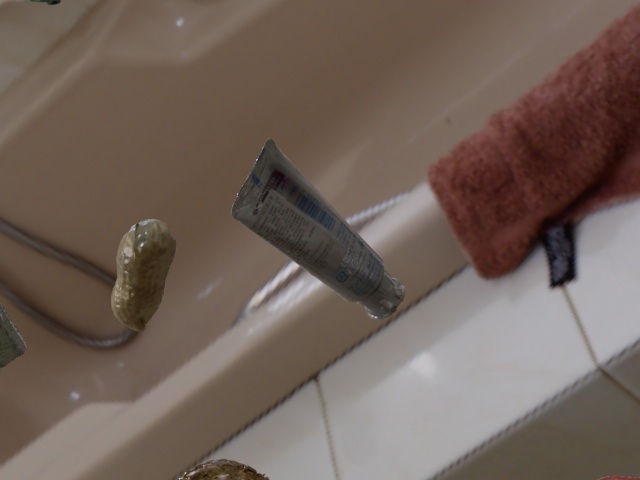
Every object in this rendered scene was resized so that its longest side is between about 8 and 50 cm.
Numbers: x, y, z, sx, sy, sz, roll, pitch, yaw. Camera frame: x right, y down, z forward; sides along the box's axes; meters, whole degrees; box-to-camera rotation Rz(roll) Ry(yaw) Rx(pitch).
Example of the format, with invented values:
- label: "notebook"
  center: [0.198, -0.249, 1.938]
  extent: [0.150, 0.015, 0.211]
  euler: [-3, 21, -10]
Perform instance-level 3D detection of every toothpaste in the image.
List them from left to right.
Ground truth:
- label: "toothpaste"
  center: [0.000, 0.000, 1.510]
  extent: [0.073, 0.299, 0.114]
  euler: [5, 61, 48]

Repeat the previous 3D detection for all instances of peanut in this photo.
- label: "peanut"
  center: [-0.276, 0.050, 1.829]
  extent: [0.099, 0.099, 0.214]
  euler: [-109, 25, -52]

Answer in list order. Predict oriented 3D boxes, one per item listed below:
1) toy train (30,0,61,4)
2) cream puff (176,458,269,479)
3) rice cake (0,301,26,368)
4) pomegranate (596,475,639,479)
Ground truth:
- label: "toy train"
  center: [-0.248, -0.345, 1.300]
  extent: [0.177, 0.116, 0.285]
  euler: [-9, 25, -1]
- label: "cream puff"
  center: [-0.136, 0.347, 1.490]
  extent: [0.165, 0.150, 0.115]
  euler: [-33, 40, -2]
- label: "rice cake"
  center: [-0.367, 0.080, 1.220]
  extent: [0.080, 0.222, 0.042]
  euler: [-31, 61, -14]
- label: "pomegranate"
  center: [0.415, 0.441, 1.553]
  extent: [0.221, 0.221, 0.256]
  euler: [-24, 61, 37]
